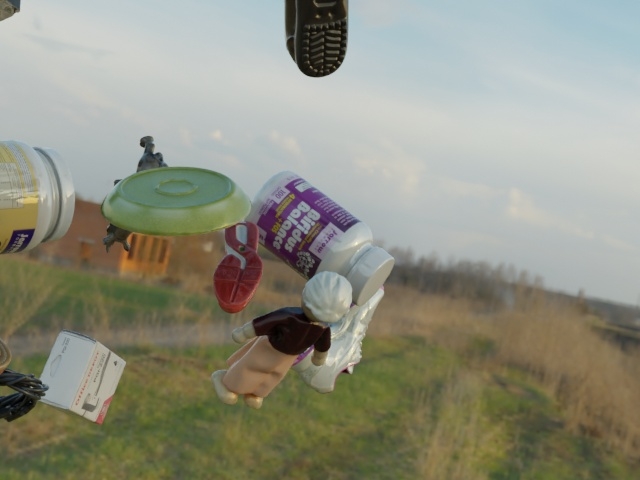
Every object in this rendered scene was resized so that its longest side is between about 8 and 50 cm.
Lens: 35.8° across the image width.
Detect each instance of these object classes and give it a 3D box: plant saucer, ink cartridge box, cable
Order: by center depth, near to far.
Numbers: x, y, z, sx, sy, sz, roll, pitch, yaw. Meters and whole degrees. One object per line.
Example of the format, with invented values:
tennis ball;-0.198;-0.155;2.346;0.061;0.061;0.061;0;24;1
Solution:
cable;-0.507;0.225;1.533;0.150;0.047;0.184;34;-40;-28
plant saucer;-0.230;-0.071;1.587;0.241;0.037;0.241;2;24;-1
ink cartridge box;-0.517;0.299;2.150;0.092;0.158;0.218;15;-16;13

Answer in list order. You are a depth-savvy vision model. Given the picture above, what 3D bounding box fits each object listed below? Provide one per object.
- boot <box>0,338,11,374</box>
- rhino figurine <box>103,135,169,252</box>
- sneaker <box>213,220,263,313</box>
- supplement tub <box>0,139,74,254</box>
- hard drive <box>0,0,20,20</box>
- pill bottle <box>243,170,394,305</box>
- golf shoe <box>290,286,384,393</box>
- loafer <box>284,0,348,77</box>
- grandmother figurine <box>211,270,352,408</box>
boot;-0.579;0.214;1.384;0.283;0.220;0.109;9;21;-6
rhino figurine;-0.351;-0.069;1.851;0.073;0.243;0.106;17;30;-33
sneaker;-0.144;0.077;1.777;0.087;0.128;0.221;6;41;2
supplement tub;-0.701;-0.085;2.027;0.331;0.241;0.241;-7;13;-44
hard drive;-0.795;-0.471;1.946;0.339;0.064;0.237;-13;-24;25
pill bottle;0.000;0.000;2.068;0.301;0.169;0.169;36;7;18
golf shoe;0.051;0.217;2.239;0.140;0.306;0.115;55;-29;-15
loafer;-0.019;-0.475;1.730;0.134;0.366;0.130;-5;26;-31
grandmother figurine;-0.066;0.177;1.798;0.208;0.342;0.104;9;45;-44
